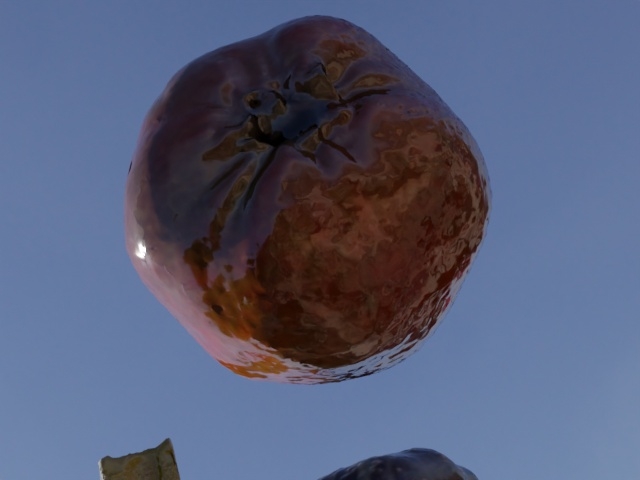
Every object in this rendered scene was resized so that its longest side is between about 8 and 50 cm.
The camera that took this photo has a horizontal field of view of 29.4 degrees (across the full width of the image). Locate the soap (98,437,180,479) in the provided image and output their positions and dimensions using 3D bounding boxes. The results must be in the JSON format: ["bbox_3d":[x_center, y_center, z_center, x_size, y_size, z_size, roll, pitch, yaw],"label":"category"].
[{"bbox_3d":[-0.173,0.402,1.340,0.091,0.315,0.199,-10,-34,-16],"label":"soap"}]

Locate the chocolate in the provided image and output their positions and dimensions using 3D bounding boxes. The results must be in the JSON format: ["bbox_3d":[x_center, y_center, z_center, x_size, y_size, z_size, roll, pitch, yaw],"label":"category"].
[{"bbox_3d":[0.066,0.440,1.824,0.340,0.225,0.210,-29,-26,21],"label":"chocolate"}]

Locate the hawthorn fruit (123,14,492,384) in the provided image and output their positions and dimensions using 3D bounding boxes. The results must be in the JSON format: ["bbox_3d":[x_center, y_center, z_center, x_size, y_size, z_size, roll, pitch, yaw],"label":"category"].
[{"bbox_3d":[0.000,0.000,0.734,0.210,0.210,0.262,-50,-31,-18],"label":"hawthorn fruit"}]
